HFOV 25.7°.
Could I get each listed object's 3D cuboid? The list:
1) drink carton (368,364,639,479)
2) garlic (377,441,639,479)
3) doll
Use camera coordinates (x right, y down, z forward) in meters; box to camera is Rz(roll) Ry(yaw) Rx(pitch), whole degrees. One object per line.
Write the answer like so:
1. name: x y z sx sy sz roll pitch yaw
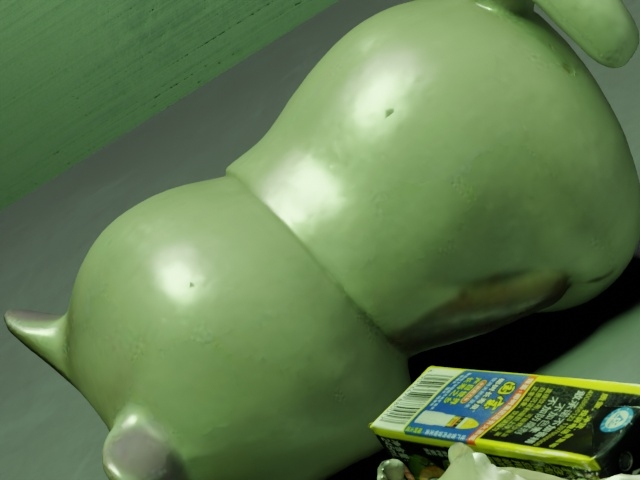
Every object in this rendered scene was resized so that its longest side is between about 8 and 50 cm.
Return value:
1. drink carton: 0.097 0.101 0.628 0.056 0.071 0.166 -44 18 -23
2. garlic: 0.089 0.144 0.375 0.229 0.178 0.143 137 150 -65
3. doll: 0.023 0.004 0.827 0.370 0.226 0.215 -43 47 -1
